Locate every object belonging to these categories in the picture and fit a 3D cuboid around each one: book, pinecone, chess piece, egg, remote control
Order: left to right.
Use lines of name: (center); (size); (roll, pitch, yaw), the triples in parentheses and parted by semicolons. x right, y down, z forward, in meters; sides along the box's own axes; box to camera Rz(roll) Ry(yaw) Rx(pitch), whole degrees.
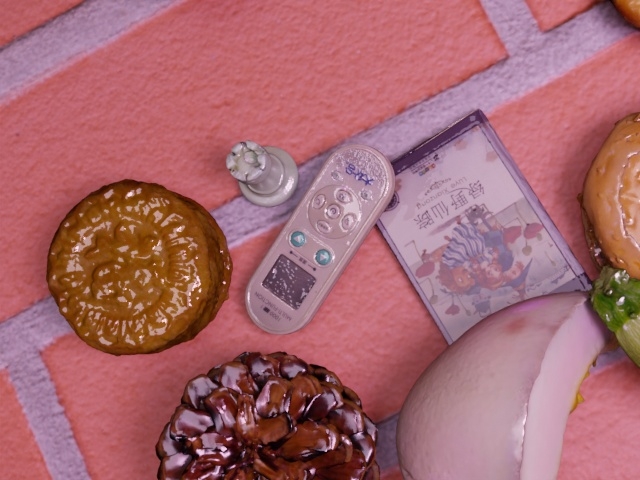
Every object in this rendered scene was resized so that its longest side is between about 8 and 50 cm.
pinecone: (-0.059, 0.204, 0.894); (0.222, 0.221, 0.221); (-1, 83, 12)
chess piece: (-0.064, -0.073, 0.980); (0.067, 0.103, 0.067); (-1, 83, 12)
remote control: (0.000, 0.000, 0.979); (0.078, 0.042, 0.221); (35, 100, 14)
book: (0.157, -0.001, 0.966); (0.158, 0.026, 0.231); (-32, 78, 7)
egg: (0.156, 0.166, 0.863); (0.162, 0.206, 0.270); (6, 81, 36)

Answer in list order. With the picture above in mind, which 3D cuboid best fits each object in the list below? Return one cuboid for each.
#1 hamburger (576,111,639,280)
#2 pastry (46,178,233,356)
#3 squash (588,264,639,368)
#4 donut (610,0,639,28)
hamburger: (0.351, -0.033, 0.893); (0.214, 0.108, 0.213); (-1, 82, 7)
pastry: (-0.190, 0.028, 0.994); (0.189, 0.103, 0.188); (-2, 82, 12)
squash: (0.408, 0.139, 0.818); (0.395, 0.107, 0.107); (33, 91, -2)
donut: (0.354, -0.278, 0.935); (0.166, 0.073, 0.184); (-38, 77, 6)
